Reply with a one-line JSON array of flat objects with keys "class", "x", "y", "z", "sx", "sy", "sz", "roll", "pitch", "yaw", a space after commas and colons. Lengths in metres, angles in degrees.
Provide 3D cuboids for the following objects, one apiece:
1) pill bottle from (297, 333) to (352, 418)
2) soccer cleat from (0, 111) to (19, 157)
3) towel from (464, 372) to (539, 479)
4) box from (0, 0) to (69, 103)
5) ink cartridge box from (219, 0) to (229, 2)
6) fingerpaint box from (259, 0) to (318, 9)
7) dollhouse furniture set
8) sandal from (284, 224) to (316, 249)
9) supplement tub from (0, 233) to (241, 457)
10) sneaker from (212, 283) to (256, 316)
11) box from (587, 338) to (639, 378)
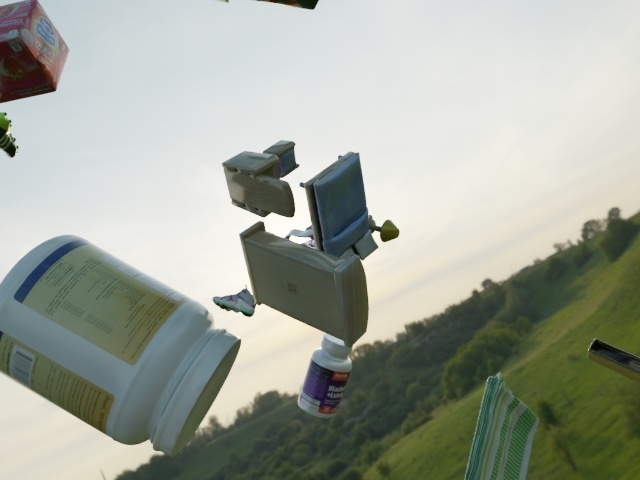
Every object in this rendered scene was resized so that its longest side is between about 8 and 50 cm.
[{"class": "pill bottle", "x": 0.018, "y": 0.339, "z": 1.496, "sx": 0.108, "sy": 0.108, "sz": 0.194, "roll": -2, "pitch": -70, "yaw": -64}, {"class": "soccer cleat", "x": -0.869, "y": -0.280, "z": 1.596, "sx": 0.072, "sy": 0.060, "sz": 0.179, "roll": -31, "pitch": -15, "yaw": -29}, {"class": "towel", "x": 0.402, "y": 0.451, "z": 1.279, "sx": 0.038, "sy": 0.248, "sz": 0.325, "roll": 4, "pitch": -27, "yaw": 36}, {"class": "box", "x": -0.618, "y": -0.335, "z": 1.089, "sx": 0.256, "sy": 0.128, "sz": 0.123, "roll": -9, "pitch": -37, "yaw": 9}, {"class": "ink cartridge box", "x": -0.210, "y": -0.580, "z": 1.202, "sx": 0.109, "sy": 0.063, "sz": 0.151, "roll": 14, "pitch": -89, "yaw": -80}, {"class": "fingerpaint box", "x": -0.030, "y": -0.730, "z": 1.073, "sx": 0.163, "sy": 0.445, "sz": 0.371, "roll": 2, "pitch": -15, "yaw": -20}, {"class": "dollhouse furniture set", "x": 0.046, "y": -0.040, "z": 0.932, "sx": 0.303, "sy": 0.198, "sz": 0.287, "roll": -38, "pitch": -47, "yaw": -38}, {"class": "sandal", "x": -0.015, "y": 0.002, "z": 1.325, "sx": 0.169, "sy": 0.102, "sz": 0.416, "roll": -7, "pitch": 3, "yaw": 5}, {"class": "supplement tub", "x": -0.300, "y": 0.156, "z": 0.876, "sx": 0.228, "sy": 0.316, "sz": 0.228, "roll": -61, "pitch": -5, "yaw": -9}, {"class": "sneaker", "x": -0.182, "y": 0.123, "z": 1.294, "sx": 0.038, "sy": 0.098, "sz": 0.069, "roll": 103, "pitch": -174, "yaw": -61}, {"class": "box", "x": 0.440, "y": 0.181, "z": 0.784, "sx": 0.021, "sy": 0.164, "sz": 0.201, "roll": -64, "pitch": -27, "yaw": -2}]
